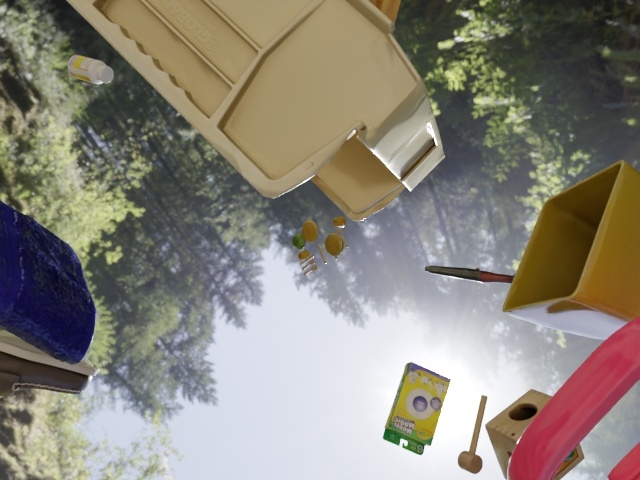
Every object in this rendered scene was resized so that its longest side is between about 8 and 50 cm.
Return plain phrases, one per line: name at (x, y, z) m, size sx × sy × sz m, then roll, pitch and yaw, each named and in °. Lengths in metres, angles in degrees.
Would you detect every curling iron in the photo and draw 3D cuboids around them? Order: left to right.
curling iron at (0.384, 0.076, 1.379) m, size 0.273 × 0.068 × 0.035 m, roll 6°, pitch -124°, yaw 3°

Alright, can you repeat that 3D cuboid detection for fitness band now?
fitness band at (0.324, 0.199, 0.613) m, size 0.291 × 0.209 × 0.054 m, roll -55°, pitch -150°, yaw 12°

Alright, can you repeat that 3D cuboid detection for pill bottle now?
pill bottle at (-0.426, -0.316, 1.086) m, size 0.083 × 0.043 × 0.043 m, roll 21°, pitch -125°, yaw 24°

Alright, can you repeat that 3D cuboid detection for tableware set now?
tableware set at (0.000, 0.000, 1.218) m, size 0.154 × 0.024 × 0.104 m, roll -36°, pitch -111°, yaw 41°

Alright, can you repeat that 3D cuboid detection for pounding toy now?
pounding toy at (0.347, 0.357, 1.030) m, size 0.206 × 0.181 × 0.094 m, roll -28°, pitch -166°, yaw -21°

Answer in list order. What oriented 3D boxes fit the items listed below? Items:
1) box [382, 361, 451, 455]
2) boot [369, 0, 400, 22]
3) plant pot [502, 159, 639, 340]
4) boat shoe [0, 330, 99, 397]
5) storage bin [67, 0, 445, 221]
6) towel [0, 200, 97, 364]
box at (0.212, 0.372, 1.291) m, size 0.105 × 0.043 × 0.179 m, roll 23°, pitch -109°, yaw -1°
boot at (0.035, -0.241, 0.728) m, size 0.104 × 0.211 × 0.295 m, roll 19°, pitch -110°, yaw -3°
plant pot at (0.430, 0.044, 0.860) m, size 0.187 × 0.212 × 0.212 m, roll 27°, pitch -105°, yaw -1°
boat shoe at (-0.473, 0.167, 0.792) m, size 0.116 × 0.324 × 0.097 m, roll 3°, pitch -107°, yaw 55°
storage bin at (-0.034, -0.138, 0.468) m, size 0.260 × 0.262 × 0.123 m, roll 45°, pitch -81°, yaw 11°
towel at (-0.371, -0.014, 0.611) m, size 0.076 × 0.308 × 0.227 m, roll -45°, pitch -136°, yaw -4°
